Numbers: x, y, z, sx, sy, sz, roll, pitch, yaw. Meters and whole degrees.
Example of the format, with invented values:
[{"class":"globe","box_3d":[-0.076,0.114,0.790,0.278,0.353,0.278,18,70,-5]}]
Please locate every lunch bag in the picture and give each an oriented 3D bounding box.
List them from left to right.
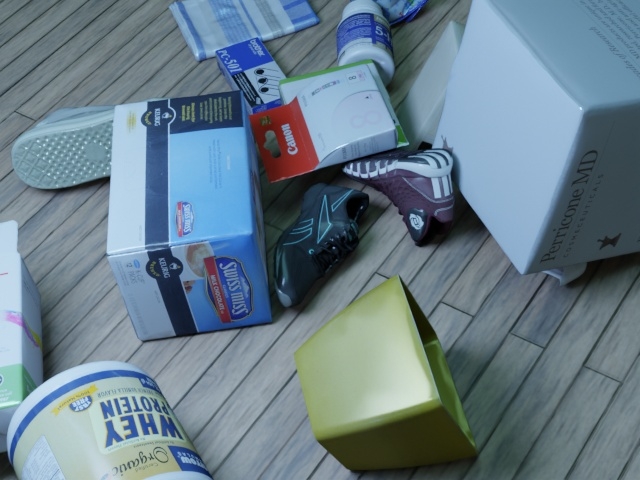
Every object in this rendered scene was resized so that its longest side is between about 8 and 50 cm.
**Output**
[{"class":"lunch bag","box_3d":[0.145,-0.522,2.213,0.151,0.096,0.128,-25,49,-1]}]

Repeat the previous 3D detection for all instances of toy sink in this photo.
[{"class":"toy sink","box_3d":[0.246,-0.247,1.904,0.131,0.234,0.152,18,38,-15]}]

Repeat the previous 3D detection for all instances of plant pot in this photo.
[{"class":"plant pot","box_3d":[0.083,0.212,1.493,0.187,0.212,0.212,-24,54,9]}]

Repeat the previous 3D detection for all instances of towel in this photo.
[{"class":"towel","box_3d":[-0.167,-0.489,2.269,0.285,0.034,0.209,-19,49,-9]}]

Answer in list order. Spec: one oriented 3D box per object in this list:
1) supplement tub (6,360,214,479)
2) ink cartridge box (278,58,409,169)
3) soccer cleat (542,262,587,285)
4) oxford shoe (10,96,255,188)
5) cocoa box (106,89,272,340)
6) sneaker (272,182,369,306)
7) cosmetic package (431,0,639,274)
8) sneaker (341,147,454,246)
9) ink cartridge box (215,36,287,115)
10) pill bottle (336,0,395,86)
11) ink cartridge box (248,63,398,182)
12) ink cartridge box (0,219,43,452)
[{"class":"supplement tub","box_3d":[-0.264,0.340,1.410,0.228,0.228,0.316,-27,51,-16]},{"class":"ink cartridge box","box_3d":[0.042,-0.206,1.942,0.189,0.097,0.255,-14,48,-4]},{"class":"soccer cleat","box_3d":[0.350,0.000,1.739,0.076,0.068,0.196,-39,57,-20]},{"class":"oxford shoe","box_3d":[-0.345,-0.191,1.955,0.450,0.169,0.130,-7,27,3]},{"class":"cocoa box","box_3d":[-0.212,-0.047,1.745,0.228,0.231,0.347,-8,48,0]},{"class":"sneaker","box_3d":[0.000,0.000,1.753,0.106,0.101,0.267,2,48,25]},{"class":"cosmetic package","box_3d":[0.444,-0.195,1.669,0.394,0.329,0.327,-10,47,-21]},{"class":"sneaker","box_3d":[0.135,-0.070,1.811,0.106,0.162,0.281,-19,12,-24]},{"class":"ink cartridge box","box_3d":[-0.129,-0.321,2.105,0.097,0.046,0.207,-21,49,-12]},{"class":"pill bottle","box_3d":[0.087,-0.392,2.092,0.112,0.112,0.186,-5,48,3]},{"class":"ink cartridge box","box_3d":[0.000,-0.209,1.852,0.232,0.066,0.189,-13,49,-7]},{"class":"ink cartridge box","box_3d":[-0.532,0.149,1.584,0.207,0.119,0.353,-12,50,-2]}]
